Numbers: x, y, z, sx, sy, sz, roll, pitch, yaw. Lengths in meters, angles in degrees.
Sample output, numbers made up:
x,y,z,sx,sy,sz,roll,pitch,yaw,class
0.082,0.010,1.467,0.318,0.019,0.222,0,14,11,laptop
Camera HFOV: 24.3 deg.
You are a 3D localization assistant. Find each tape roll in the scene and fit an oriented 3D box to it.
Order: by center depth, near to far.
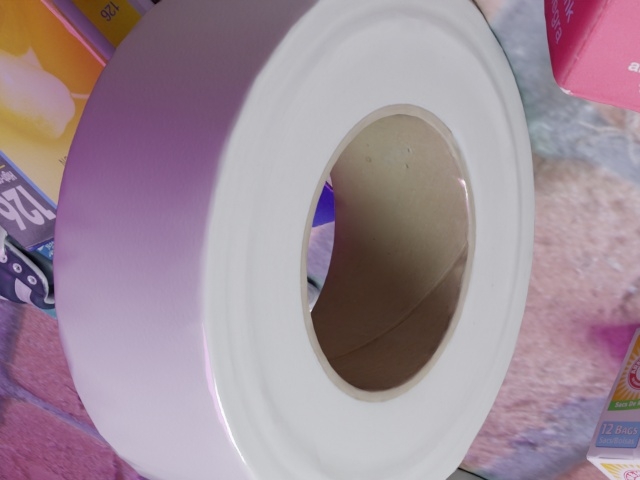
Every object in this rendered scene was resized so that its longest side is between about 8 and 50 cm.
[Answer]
x,y,z,sx,sy,sz,roll,pitch,yaw,class
0.000,0.000,0.763,0.100,0.286,0.286,8,149,38,tape roll

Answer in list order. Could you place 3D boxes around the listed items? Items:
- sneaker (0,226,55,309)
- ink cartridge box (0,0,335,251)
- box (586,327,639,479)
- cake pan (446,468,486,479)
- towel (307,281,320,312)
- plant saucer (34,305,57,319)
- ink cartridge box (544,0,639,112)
x,y,z,sx,sy,sz,roll,pitch,yaw,class
-0.285,-0.041,1.197,0.153,0.099,0.282,12,150,24,sneaker
-0.172,-0.080,0.992,0.307,0.072,0.303,48,149,-16,ink cartridge box
0.287,0.151,0.975,0.203,0.103,0.114,42,152,-29,box
0.135,0.296,1.475,0.293,0.054,0.293,22,155,11,cake pan
-0.072,0.082,1.297,0.209,0.034,0.285,16,155,18,towel
-0.224,0.082,1.469,0.192,0.018,0.067,34,155,-12,plant saucer
0.199,-0.142,0.362,0.207,0.117,0.283,14,144,-5,ink cartridge box
